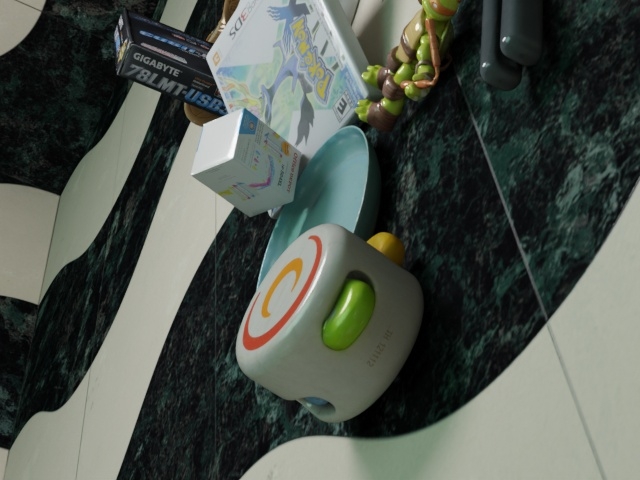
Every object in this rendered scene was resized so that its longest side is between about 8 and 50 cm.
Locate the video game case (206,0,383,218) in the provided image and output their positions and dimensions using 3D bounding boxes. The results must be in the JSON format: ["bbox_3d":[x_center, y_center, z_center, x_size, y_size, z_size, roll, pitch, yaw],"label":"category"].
[{"bbox_3d":[-0.051,-0.250,1.782,0.300,0.036,0.329,-49,55,43],"label":"video game case"}]

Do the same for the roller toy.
[{"bbox_3d":[0.014,0.092,1.285,0.191,0.146,0.209,-47,21,26],"label":"roller toy"}]

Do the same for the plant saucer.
[{"bbox_3d":[0.000,0.000,1.581,0.317,0.044,0.317,-52,25,37],"label":"plant saucer"}]

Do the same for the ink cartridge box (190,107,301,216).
[{"bbox_3d":[-0.099,-0.107,1.699,0.090,0.143,0.092,-18,50,39],"label":"ink cartridge box"}]

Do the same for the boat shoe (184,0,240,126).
[{"bbox_3d":[-0.189,-0.372,2.402,0.123,0.123,0.342,127,160,-72],"label":"boat shoe"}]

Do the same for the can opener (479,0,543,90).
[{"bbox_3d":[0.191,-0.280,1.294,0.076,0.095,0.283,-52,18,40],"label":"can opener"}]

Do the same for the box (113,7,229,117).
[{"bbox_3d":[-0.229,-0.311,2.148,0.073,0.295,0.293,-65,18,16],"label":"box"}]

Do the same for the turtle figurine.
[{"bbox_3d":[0.120,-0.251,1.469,0.217,0.087,0.269,124,150,-51],"label":"turtle figurine"}]

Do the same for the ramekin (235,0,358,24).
[{"bbox_3d":[-0.055,-0.375,1.997,0.277,0.135,0.277,-54,23,36],"label":"ramekin"}]
